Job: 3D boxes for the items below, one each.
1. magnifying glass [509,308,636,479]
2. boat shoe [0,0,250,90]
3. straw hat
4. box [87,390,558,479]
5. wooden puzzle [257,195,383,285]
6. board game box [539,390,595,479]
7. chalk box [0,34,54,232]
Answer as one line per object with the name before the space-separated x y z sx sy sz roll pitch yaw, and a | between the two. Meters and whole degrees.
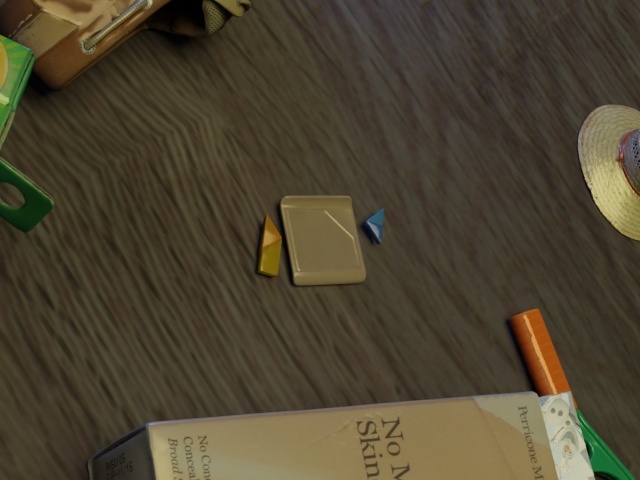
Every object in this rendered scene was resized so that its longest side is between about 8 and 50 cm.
magnifying glass | 0.211 0.169 1.068 0.092 0.026 0.231 -13 79 -33
boat shoe | -0.110 -0.212 0.988 0.324 0.122 0.120 -32 93 -27
straw hat | 0.317 -0.075 1.206 0.144 0.061 0.145 11 65 -26
box | 0.012 0.194 0.879 0.311 0.121 0.148 -2 71 -31
wooden puzzle | 0.000 0.000 1.019 0.116 0.014 0.079 6 72 -28
board game box | 0.170 0.174 1.025 0.090 0.020 0.090 -9 74 -13
chalk box | -0.272 -0.070 0.816 0.213 0.132 0.132 26 59 -20
